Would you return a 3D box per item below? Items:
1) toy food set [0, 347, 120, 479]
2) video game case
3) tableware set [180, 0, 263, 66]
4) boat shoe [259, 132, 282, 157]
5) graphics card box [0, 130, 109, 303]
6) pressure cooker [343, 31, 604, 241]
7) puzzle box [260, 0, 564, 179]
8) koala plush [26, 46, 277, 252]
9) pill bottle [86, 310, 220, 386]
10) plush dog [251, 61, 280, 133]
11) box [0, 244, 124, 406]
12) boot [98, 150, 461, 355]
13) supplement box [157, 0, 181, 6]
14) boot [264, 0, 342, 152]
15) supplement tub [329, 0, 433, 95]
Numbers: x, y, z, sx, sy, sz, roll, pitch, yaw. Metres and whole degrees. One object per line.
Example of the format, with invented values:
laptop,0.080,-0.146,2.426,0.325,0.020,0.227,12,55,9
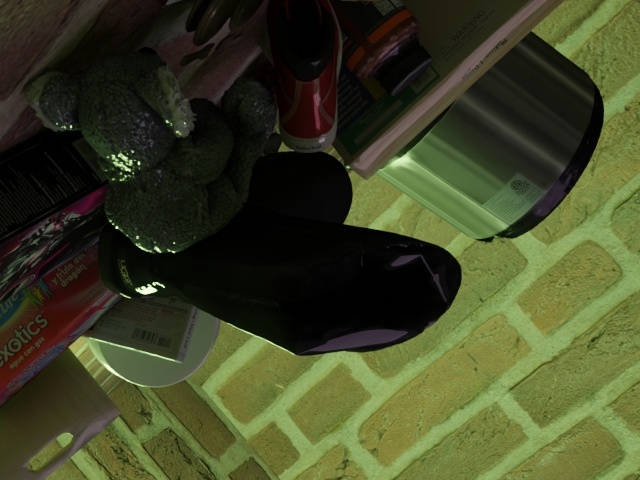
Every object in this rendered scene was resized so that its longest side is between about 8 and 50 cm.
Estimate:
toy food set,-0.447,0.226,1.979,0.219,0.306,0.092,-40,136,-10
video game case,-0.251,0.053,1.886,0.023,0.212,0.193,35,69,-60
tableware set,-0.104,-0.267,1.511,0.128,0.039,0.194,-56,176,23
boat shoe,-0.115,-0.113,2.088,0.112,0.095,0.335,-26,-177,16
graphics card box,-0.347,-0.013,1.540,0.371,0.094,0.233,-38,174,-46
pressure cooker,0.235,-0.242,2.380,0.370,0.420,0.375,-60,-160,-6
puzzle box,0.133,-0.304,1.794,0.409,0.272,0.052,-42,142,10
koala plush,-0.174,-0.112,1.389,0.221,0.196,0.203,54,44,-63
pill bottle,-0.263,0.104,2.107,0.210,0.210,0.363,-41,-169,-4
plush dog,-0.001,-0.223,2.038,0.225,0.211,0.262,-15,174,2
box,-0.399,0.096,1.819,0.300,0.142,0.154,-41,175,8
boot,-0.002,0.001,1.547,0.367,0.146,0.445,-25,-164,-30
supplement box,-0.066,-0.302,1.258,0.130,0.073,0.239,-44,174,36
boot,-0.018,-0.243,1.493,0.088,0.244,0.176,-4,142,-2
supplement tub,0.049,-0.274,1.693,0.106,0.198,0.106,-40,175,-4
